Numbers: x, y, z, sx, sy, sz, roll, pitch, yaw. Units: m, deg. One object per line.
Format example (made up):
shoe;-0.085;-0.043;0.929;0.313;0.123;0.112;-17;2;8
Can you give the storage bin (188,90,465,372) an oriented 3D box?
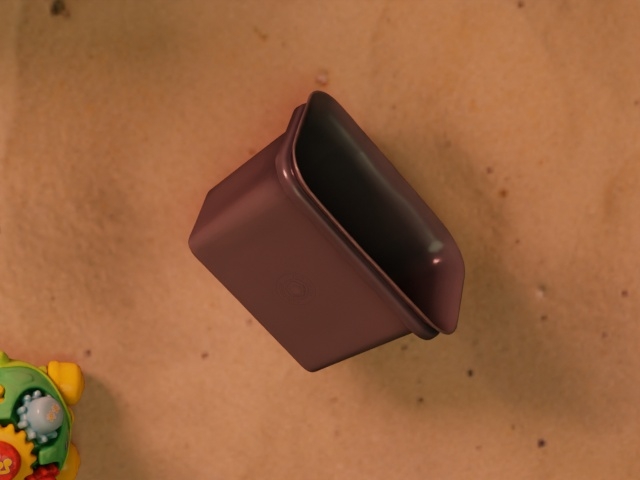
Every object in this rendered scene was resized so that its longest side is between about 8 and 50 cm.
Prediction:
storage bin;0.000;0.000;0.809;0.091;0.098;0.135;-29;116;29

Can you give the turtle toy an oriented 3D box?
turtle toy;-0.175;0.121;0.818;0.095;0.066;0.130;1;108;-13
